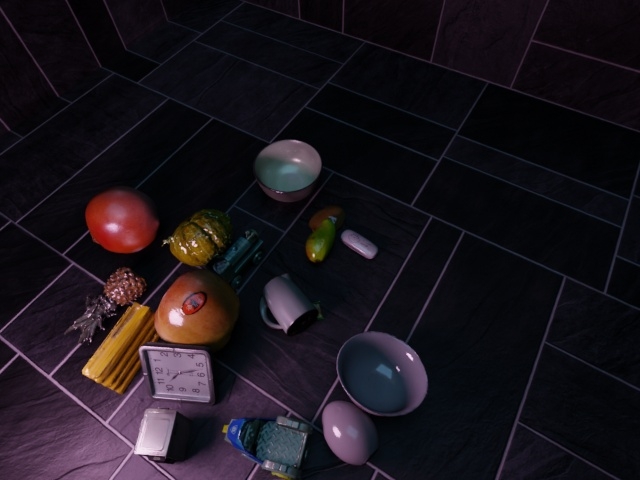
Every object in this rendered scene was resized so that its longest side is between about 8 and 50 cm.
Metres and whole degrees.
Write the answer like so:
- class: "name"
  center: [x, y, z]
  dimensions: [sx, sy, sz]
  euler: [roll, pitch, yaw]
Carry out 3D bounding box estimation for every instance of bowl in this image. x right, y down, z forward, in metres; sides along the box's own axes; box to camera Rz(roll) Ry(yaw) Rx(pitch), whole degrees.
- class: "bowl"
  center: [0.214, 0.530, 1.551]
  dimensions: [0.344, 0.157, 0.346]
  euler: [8, 40, -7]
- class: "bowl"
  center: [-0.160, -0.328, 2.115]
  dimensions: [0.352, 0.185, 0.354]
  euler: [-1, 57, 1]

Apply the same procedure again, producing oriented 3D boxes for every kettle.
- class: "kettle"
  center: [-0.159, 0.284, 1.753]
  dimensions: [0.221, 0.161, 0.236]
  euler: [-47, 62, 10]

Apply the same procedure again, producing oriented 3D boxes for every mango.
- class: "mango"
  center: [0.000, 0.000, 1.945]
  dimensions: [0.125, 0.111, 0.233]
  euler: [16, 63, 3]

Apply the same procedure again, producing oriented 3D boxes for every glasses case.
- class: "glasses case"
  center: [0.185, 0.016, 1.966]
  dimensions: [0.197, 0.049, 0.076]
  euler: [34, 65, 21]

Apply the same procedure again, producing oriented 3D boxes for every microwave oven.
- class: "microwave oven"
  center: [-0.557, 0.693, 1.459]
  dimensions: [0.129, 0.205, 0.163]
  euler: [4, 56, 4]

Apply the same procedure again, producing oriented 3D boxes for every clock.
- class: "clock"
  center: [-0.532, 0.503, 1.562]
  dimensions: [0.278, 0.274, 0.049]
  euler: [4, 25, 3]

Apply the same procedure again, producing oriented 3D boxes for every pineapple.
- class: "pineapple"
  center: [-0.927, 0.275, 1.770]
  dimensions: [0.165, 0.166, 0.365]
  euler: [33, 66, 20]

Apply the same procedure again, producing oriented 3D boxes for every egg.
- class: "egg"
  center: [0.100, 0.679, 1.469]
  dimensions: [0.176, 0.176, 0.231]
  euler: [-39, 53, -21]

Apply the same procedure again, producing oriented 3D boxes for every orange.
- class: "orange"
  center: [-0.539, -0.011, 1.894]
  dimensions: [0.299, 0.223, 0.301]
  euler: [-18, 29, 20]

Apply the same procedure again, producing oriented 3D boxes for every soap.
- class: "soap"
  center: [-0.769, 0.422, 1.641]
  dimensions: [0.096, 0.204, 0.325]
  euler: [18, 59, 16]

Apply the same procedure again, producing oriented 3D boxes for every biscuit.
- class: "biscuit"
  center: [-0.015, 0.308, 1.803]
  dimensions: [0.046, 0.016, 0.089]
  euler: [-12, 58, -6]

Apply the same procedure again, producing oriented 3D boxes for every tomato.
- class: "tomato"
  center: [-0.905, -0.098, 1.909]
  dimensions: [0.320, 0.322, 0.322]
  euler: [-1, 57, 1]

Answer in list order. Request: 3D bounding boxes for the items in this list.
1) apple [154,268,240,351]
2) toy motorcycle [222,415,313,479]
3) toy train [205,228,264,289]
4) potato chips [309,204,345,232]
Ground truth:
- class: "apple"
  center: [-0.475, 0.292, 1.638]
  dimensions: [0.304, 0.338, 0.339]
  euler: [36, 62, -4]
- class: "toy motorcycle"
  center: [-0.201, 0.702, 1.450]
  dimensions: [0.325, 0.200, 0.191]
  euler: [13, 59, 7]
- class: "toy train"
  center: [-0.374, 0.081, 1.854]
  dimensions: [0.119, 0.194, 0.298]
  euler: [28, 61, 20]
- class: "potato chips"
  center: [0.036, -0.108, 2.052]
  dimensions: [0.201, 0.049, 0.150]
  euler: [-36, 58, -13]
